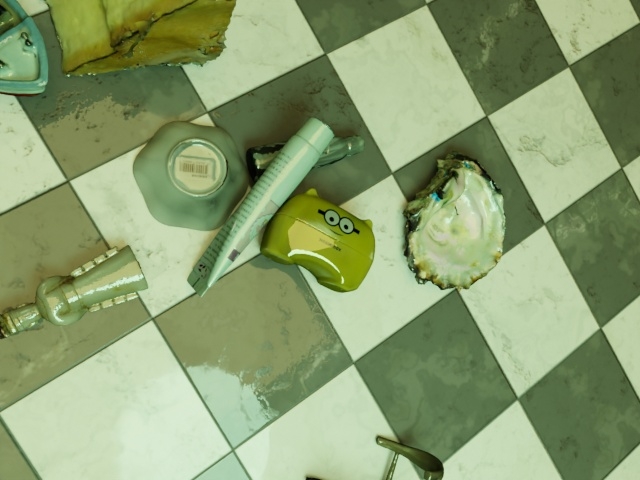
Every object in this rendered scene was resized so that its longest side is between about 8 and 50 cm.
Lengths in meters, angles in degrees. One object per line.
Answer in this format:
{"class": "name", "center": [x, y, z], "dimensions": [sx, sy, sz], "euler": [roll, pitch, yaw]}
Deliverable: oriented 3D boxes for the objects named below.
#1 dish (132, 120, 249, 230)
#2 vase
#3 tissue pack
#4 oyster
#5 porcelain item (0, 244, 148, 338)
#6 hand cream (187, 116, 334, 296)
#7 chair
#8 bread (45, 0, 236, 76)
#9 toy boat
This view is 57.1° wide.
{"class": "dish", "center": [-0.201, -0.110, 0.942], "dimensions": [0.190, 0.066, 0.191], "euler": [2, 83, -19]}
{"class": "vase", "center": [-0.020, -0.148, 1.012], "dimensions": [0.211, 0.060, 0.060], "euler": [-13, 89, -19]}
{"class": "tissue pack", "center": [0.000, 0.000, 0.970], "dimensions": [0.178, 0.123, 0.127], "euler": [28, 76, -15]}
{"class": "oyster", "center": [0.245, -0.038, 1.084], "dimensions": [0.198, 0.092, 0.260], "euler": [3, 92, -19]}
{"class": "porcelain item", "center": [-0.368, 0.084, 0.869], "dimensions": [0.213, 0.054, 0.084], "euler": [-26, 91, -21]}
{"class": "hand cream", "center": [-0.100, -0.057, 0.930], "dimensions": [0.331, 0.085, 0.058], "euler": [-50, 123, -7]}
{"class": "chair", "center": [0.065, 0.439, 0.920], "dimensions": [0.166, 0.188, 0.272], "euler": [29, 79, -15]}
{"class": "bread", "center": [-0.277, -0.376, 0.827], "dimensions": [0.278, 0.315, 0.249], "euler": [-14, 88, -10]}
{"class": "toy boat", "center": [-0.514, -0.330, 0.821], "dimensions": [0.332, 0.133, 0.145], "euler": [45, 72, -10]}
